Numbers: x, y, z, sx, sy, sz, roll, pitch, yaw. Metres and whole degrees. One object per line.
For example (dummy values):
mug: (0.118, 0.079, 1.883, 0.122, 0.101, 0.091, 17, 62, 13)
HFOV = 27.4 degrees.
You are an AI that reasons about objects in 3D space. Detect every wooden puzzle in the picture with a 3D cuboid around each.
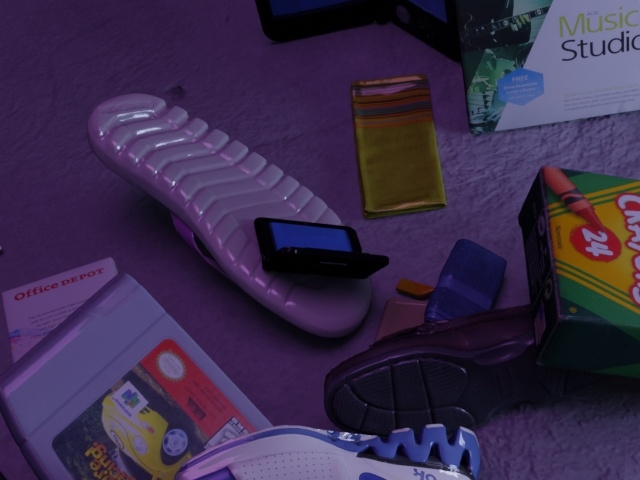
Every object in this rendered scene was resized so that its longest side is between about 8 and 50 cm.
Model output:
wooden puzzle: (0.099, 0.091, 1.423, 0.079, 0.014, 0.116, 7, 49, 25)

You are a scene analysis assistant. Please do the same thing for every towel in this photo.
towel: (0.093, -0.122, 1.620, 0.102, 0.021, 0.237, -9, 46, 6)
towel: (0.155, 0.058, 1.414, 0.067, 0.029, 0.119, 31, 57, -6)

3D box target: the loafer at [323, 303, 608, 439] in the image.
loafer: (0.146, 0.125, 1.333, 0.303, 0.109, 0.095, -11, 27, -6)

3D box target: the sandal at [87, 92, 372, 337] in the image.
sandal: (-0.104, -0.024, 1.518, 0.416, 0.102, 0.169, 42, 47, 22)

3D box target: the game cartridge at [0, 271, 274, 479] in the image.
game cartridge: (-0.158, 0.197, 1.242, 0.294, 0.060, 0.196, 47, 68, -1)

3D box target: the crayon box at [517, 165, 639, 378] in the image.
crayon box: (0.366, 0.042, 1.296, 0.319, 0.081, 0.202, 8, 47, -7)

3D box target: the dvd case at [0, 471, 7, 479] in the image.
dvd case: (-0.419, 0.278, 1.359, 0.180, 0.022, 0.253, -36, 50, -20)

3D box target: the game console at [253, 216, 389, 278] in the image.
game console: (0.000, 0.000, 1.413, 0.122, 0.107, 0.071, 5, 74, -20)

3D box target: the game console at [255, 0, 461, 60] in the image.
game console: (0.040, -0.351, 1.661, 0.173, 0.293, 0.250, -35, 50, -18)

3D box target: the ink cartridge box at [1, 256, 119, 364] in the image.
ink cartridge box: (-0.247, 0.132, 1.383, 0.128, 0.127, 0.176, -18, 47, -5)

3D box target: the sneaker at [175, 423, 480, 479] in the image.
sneaker: (0.028, 0.267, 1.156, 0.316, 0.127, 0.182, -2, 48, -22)

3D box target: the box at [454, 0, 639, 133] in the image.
box: (0.270, -0.273, 1.513, 0.232, 0.322, 0.058, -9, 43, 6)
